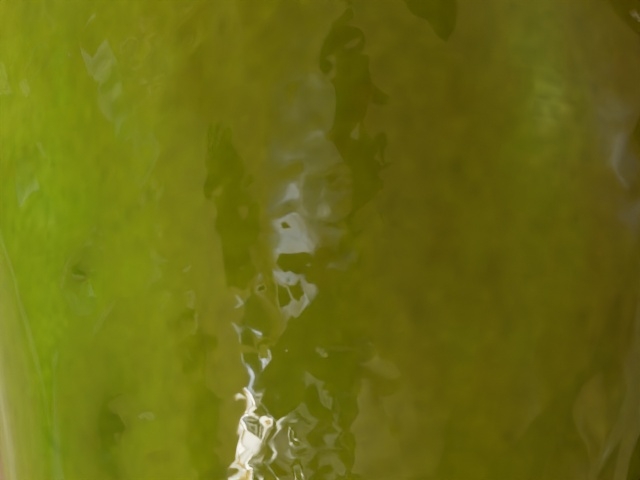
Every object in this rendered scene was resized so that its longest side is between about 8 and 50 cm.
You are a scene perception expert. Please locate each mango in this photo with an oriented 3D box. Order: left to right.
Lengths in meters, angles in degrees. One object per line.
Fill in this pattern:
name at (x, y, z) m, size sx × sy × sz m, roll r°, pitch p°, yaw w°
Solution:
mango at (0.005, -0.006, 0.430) m, size 0.149 × 0.185 × 0.273 m, roll 10°, pitch -121°, yaw -43°
